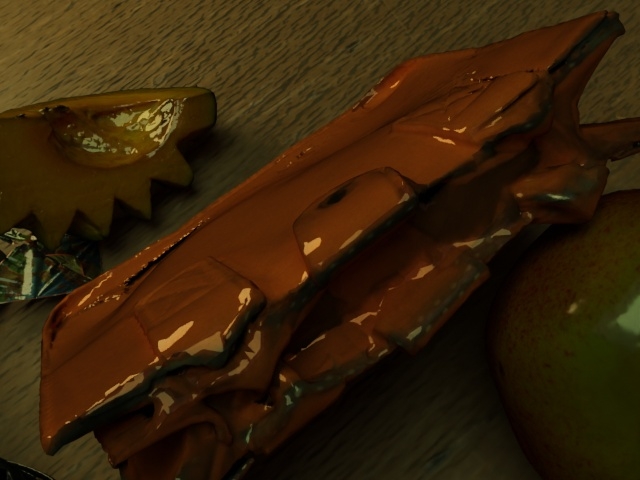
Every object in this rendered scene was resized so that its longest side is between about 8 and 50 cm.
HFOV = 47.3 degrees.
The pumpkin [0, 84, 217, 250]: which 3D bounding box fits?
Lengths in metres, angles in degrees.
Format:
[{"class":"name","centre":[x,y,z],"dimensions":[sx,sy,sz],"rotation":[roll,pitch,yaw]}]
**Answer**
[{"class":"pumpkin","centre":[-0.236,-0.076,0.721],"dimensions":[0.254,0.130,0.149],"rotation":[-16,19,-27]}]

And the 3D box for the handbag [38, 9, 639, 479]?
[{"class":"handbag","centre":[0.000,0.000,0.521],"dimensions":[0.410,0.116,0.303],"rotation":[-37,15,-14]}]

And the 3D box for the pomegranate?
[{"class":"pomegranate","centre":[0.213,0.075,0.454],"dimensions":[0.221,0.257,0.220],"rotation":[0,89,6]}]

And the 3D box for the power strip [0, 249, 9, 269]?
[{"class":"power strip","centre":[-0.407,0.013,0.724],"dimensions":[0.227,0.029,0.079],"rotation":[19,64,19]}]

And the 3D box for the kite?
[{"class":"kite","centre":[-0.276,0.006,0.698],"dimensions":[0.160,0.010,0.182],"rotation":[26,53,10]}]

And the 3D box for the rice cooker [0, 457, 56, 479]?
[{"class":"rice cooker","centre":[-0.269,0.212,0.538],"dimensions":[0.166,0.106,0.112],"rotation":[-2,54,21]}]
